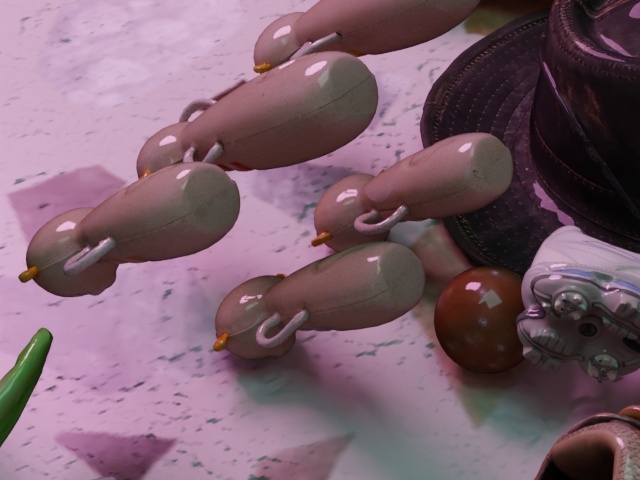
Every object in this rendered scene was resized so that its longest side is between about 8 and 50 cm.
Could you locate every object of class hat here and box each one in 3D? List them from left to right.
[{"bbox_3d":[0.221,-0.088,0.899,0.331,0.134,0.331,1,42,-1],"label":"hat"}]

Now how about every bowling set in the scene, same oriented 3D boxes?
[{"bbox_3d":[0.000,0.000,0.816,0.154,0.200,0.287,-18,18,47],"label":"bowling set"}]

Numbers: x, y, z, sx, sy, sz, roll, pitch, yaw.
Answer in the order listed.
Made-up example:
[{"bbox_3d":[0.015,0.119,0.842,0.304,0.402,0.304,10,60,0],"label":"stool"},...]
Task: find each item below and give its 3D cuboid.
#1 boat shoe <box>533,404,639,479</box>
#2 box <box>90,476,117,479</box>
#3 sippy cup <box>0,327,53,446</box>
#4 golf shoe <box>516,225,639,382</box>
[{"bbox_3d":[0.124,0.132,0.647,0.342,0.123,0.123,-8,27,-7],"label":"boat shoe"},{"bbox_3d":[-0.215,0.152,0.577,0.322,0.058,0.232,-8,2,-12],"label":"box"},{"bbox_3d":[-0.263,-0.024,0.684,0.240,0.305,0.224,-14,23,39],"label":"sippy cup"},{"bbox_3d":[0.181,0.041,0.786,0.176,0.069,0.086,25,36,-5],"label":"golf shoe"}]
